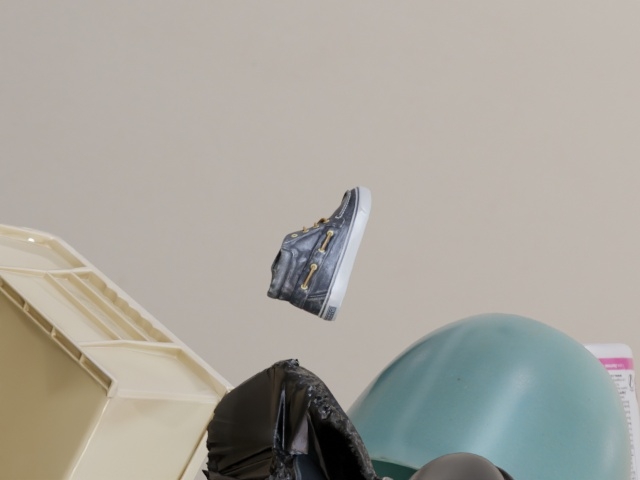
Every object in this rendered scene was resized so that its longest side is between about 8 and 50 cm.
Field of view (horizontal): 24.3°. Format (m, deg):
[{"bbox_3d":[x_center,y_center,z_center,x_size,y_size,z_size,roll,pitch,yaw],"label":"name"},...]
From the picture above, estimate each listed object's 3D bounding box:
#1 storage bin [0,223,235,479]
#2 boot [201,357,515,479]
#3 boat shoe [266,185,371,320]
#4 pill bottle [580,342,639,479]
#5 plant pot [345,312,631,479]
[{"bbox_3d":[-0.238,0.155,1.147,0.123,0.260,0.262,11,111,-51],"label":"storage bin"},{"bbox_3d":[0.031,0.142,0.835,0.207,0.094,0.246,55,23,-18],"label":"boot"},{"bbox_3d":[0.000,0.000,1.643,0.065,0.083,0.183,114,-6,-50],"label":"boat shoe"},{"bbox_3d":[0.283,0.262,1.663,0.160,0.160,0.283,20,64,-70],"label":"pill bottle"},{"bbox_3d":[0.154,0.211,1.381,0.235,0.293,0.293,-55,157,-36],"label":"plant pot"}]
